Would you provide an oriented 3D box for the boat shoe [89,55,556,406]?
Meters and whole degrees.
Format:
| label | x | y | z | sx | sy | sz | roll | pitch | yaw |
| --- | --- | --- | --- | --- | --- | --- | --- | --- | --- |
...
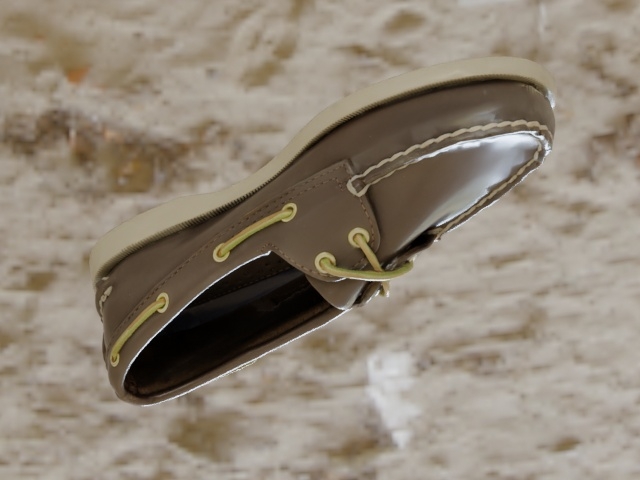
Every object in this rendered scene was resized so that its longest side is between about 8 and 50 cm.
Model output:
| label | x | y | z | sx | sy | sz | roll | pitch | yaw |
| --- | --- | --- | --- | --- | --- | --- | --- | --- | --- |
| boat shoe | 0.000 | 0.000 | 0.979 | 0.324 | 0.097 | 0.116 | -25 | 144 | 25 |
